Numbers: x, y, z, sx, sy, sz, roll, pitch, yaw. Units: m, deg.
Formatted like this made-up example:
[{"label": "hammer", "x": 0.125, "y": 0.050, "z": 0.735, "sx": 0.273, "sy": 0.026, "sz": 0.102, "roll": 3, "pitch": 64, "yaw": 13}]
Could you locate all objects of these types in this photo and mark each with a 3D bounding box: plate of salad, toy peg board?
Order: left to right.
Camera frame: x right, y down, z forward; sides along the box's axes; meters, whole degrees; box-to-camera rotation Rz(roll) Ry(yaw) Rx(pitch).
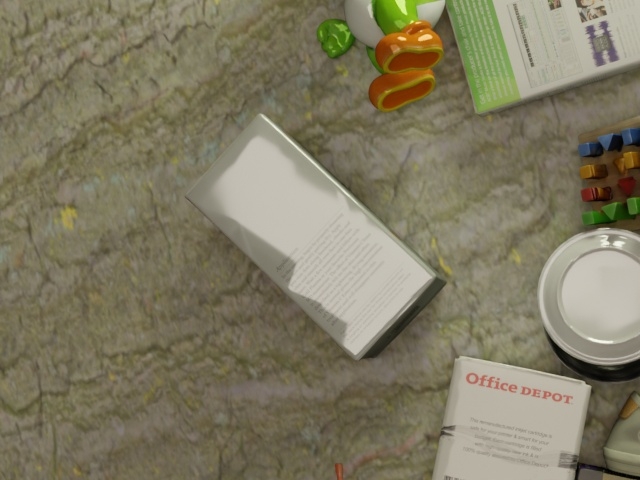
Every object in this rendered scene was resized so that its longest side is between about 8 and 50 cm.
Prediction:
[{"label": "plate of salad", "x": 0.414, "y": 0.081, "z": 1.771, "sx": 0.200, "sy": 0.048, "sz": 0.199, "roll": -2, "pitch": 80, "yaw": 14}, {"label": "toy peg board", "x": 0.442, "y": -0.096, "z": 1.773, "sx": 0.161, "sy": 0.079, "sz": 0.160, "roll": -16, "pitch": 82, "yaw": 42}]

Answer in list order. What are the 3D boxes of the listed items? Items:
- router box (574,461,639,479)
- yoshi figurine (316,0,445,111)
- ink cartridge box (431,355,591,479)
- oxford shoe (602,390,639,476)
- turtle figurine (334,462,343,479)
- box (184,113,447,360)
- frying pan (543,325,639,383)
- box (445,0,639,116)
[{"label": "router box", "x": 0.462, "y": 0.496, "z": 1.762, "sx": 0.243, "sy": 0.081, "sz": 0.308, "roll": 10, "pitch": 87, "yaw": 11}, {"label": "yoshi figurine", "x": 0.040, "y": -0.377, "z": 1.843, "sx": 0.204, "sy": 0.203, "sz": 0.362, "roll": -34, "pitch": 64, "yaw": 25}, {"label": "ink cartridge box", "x": 0.271, "y": 0.318, "z": 1.791, "sx": 0.198, "sy": 0.115, "sz": 0.272, "roll": 11, "pitch": 88, "yaw": 10}, {"label": "oxford shoe", "x": 0.626, "y": 0.284, "z": 1.713, "sx": 0.450, "sy": 0.169, "sz": 0.130, "roll": 5, "pitch": 85, "yaw": 15}, {"label": "turtle figurine", "x": -0.019, "y": 0.459, "z": 1.844, "sx": 0.217, "sy": 0.087, "sz": 0.269, "roll": -6, "pitch": 100, "yaw": 19}, {"label": "box", "x": 0.000, "y": 0.000, "z": 1.811, "sx": 0.345, "sy": 0.215, "sz": 0.168, "roll": 44, "pitch": 94, "yaw": 11}, {"label": "frying pan", "x": 0.490, "y": 0.115, "z": 1.789, "sx": 0.326, "sy": 0.053, "sz": 0.197, "roll": 3, "pitch": 83, "yaw": 15}, {"label": "box", "x": 0.358, "y": -0.342, "z": 1.838, "sx": 0.322, "sy": 0.058, "sz": 0.232, "roll": -16, "pitch": 84, "yaw": 14}]
